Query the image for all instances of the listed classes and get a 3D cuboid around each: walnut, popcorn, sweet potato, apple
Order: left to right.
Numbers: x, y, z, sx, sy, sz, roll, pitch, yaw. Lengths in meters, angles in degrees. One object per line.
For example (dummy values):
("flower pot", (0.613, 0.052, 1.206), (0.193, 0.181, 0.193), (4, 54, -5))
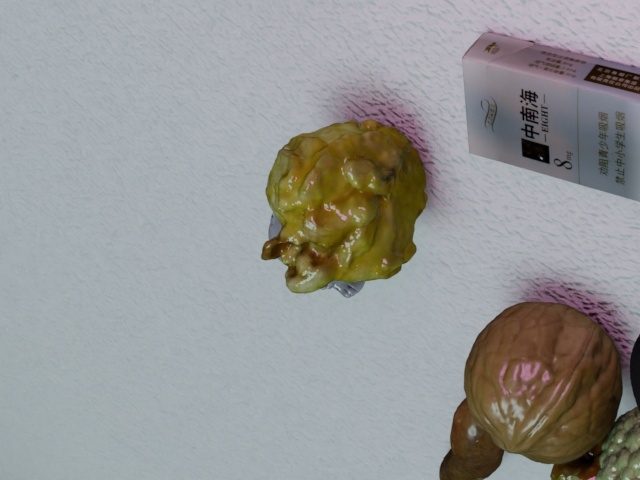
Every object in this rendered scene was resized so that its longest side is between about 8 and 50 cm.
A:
("popcorn", (0.023, -0.046, 1.859), (0.192, 0.266, 0.233), (20, 150, 47))
("sweet potato", (0.244, 0.338, 2.204), (0.097, 0.097, 0.291), (31, 145, 16))
("walnut", (0.304, 0.197, 1.879), (0.228, 0.228, 0.228), (26, 142, 22))
("apple", (0.423, 0.363, 2.012), (0.156, 0.147, 0.158), (-119, 10, -60))

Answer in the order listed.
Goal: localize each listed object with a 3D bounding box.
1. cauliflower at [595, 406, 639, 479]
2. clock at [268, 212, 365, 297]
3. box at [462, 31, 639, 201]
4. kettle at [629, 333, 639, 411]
("cauliflower", (0.505, 0.353, 1.851), (0.250, 0.272, 0.275), (19, 167, -40))
("clock", (0.000, 0.000, 2.085), (0.176, 0.080, 0.117), (34, 145, 11))
("box", (0.292, -0.150, 1.652), (0.243, 0.067, 0.155), (20, 138, 28))
("kettle", (0.559, 0.153, 1.607), (0.262, 0.203, 0.308), (46, 142, -2))
